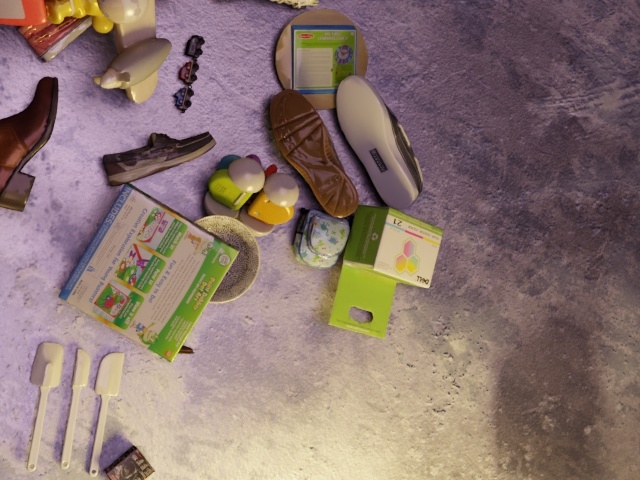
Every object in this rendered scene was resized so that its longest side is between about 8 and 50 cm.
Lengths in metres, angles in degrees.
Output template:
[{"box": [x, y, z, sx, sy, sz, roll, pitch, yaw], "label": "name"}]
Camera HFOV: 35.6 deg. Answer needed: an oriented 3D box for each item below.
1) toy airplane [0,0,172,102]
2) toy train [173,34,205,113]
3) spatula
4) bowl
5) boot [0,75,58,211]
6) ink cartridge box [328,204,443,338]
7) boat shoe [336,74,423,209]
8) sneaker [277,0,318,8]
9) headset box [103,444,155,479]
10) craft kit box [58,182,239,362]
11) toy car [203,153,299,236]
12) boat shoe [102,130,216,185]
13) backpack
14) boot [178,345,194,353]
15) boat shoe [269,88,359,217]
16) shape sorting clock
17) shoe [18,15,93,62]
[{"box": [-0.342, -0.452, 1.709, 0.386, 0.272, 0.384, 29, 105, -43], "label": "toy airplane"}, {"box": [-0.260, -0.329, 1.965, 0.036, 0.027, 0.158, 13, 85, -20], "label": "toy train"}, {"box": [-0.472, 0.321, 1.886, 0.168, 0.019, 0.242, 11, 87, -29], "label": "spatula"}, {"box": [-0.209, 0.034, 1.957, 0.170, 0.080, 0.170, -1, 93, -17], "label": "bowl"}, {"box": [-0.629, -0.213, 1.791, 0.280, 0.096, 0.264, 20, 90, -15], "label": "boot"}, {"box": [0.138, 0.073, 2.077, 0.188, 0.097, 0.255, 19, 82, -44], "label": "ink cartridge box"}, {"box": [0.134, -0.215, 2.103, 0.301, 0.108, 0.102, 61, 36, -10], "label": "boat shoe"}, {"box": [-0.065, -0.520, 2.013, 0.292, 0.110, 0.118, -20, 107, -22], "label": "sneaker"}, {"box": [-0.370, 0.446, 1.921, 0.083, 0.032, 0.062, -40, 105, -17], "label": "headset box"}, {"box": [-0.318, 0.059, 1.868, 0.246, 0.061, 0.250, 32, 93, -4], "label": "craft kit box"}, {"box": [-0.134, -0.107, 1.974, 0.182, 0.159, 0.136, 22, 47, -22], "label": "toy car"}, {"box": [-0.309, -0.172, 1.917, 0.223, 0.080, 0.074, -24, 105, -17], "label": "boat shoe"}, {"box": [0.000, 0.000, 2.052, 0.105, 0.084, 0.114, 18, 86, -21], "label": "backpack"}, {"box": [-0.288, 0.162, 1.956, 0.106, 0.037, 0.114, 15, 80, -25], "label": "boot"}, {"box": [-0.017, -0.176, 2.049, 0.104, 0.089, 0.285, -27, 97, 2], "label": "boat shoe"}, {"box": [0.003, -0.376, 2.072, 0.206, 0.040, 0.206, -6, 105, -21], "label": "shape sorting clock"}, {"box": [-0.473, -0.417, 1.850, 0.178, 0.063, 0.081, -45, 111, -13], "label": "shoe"}]
